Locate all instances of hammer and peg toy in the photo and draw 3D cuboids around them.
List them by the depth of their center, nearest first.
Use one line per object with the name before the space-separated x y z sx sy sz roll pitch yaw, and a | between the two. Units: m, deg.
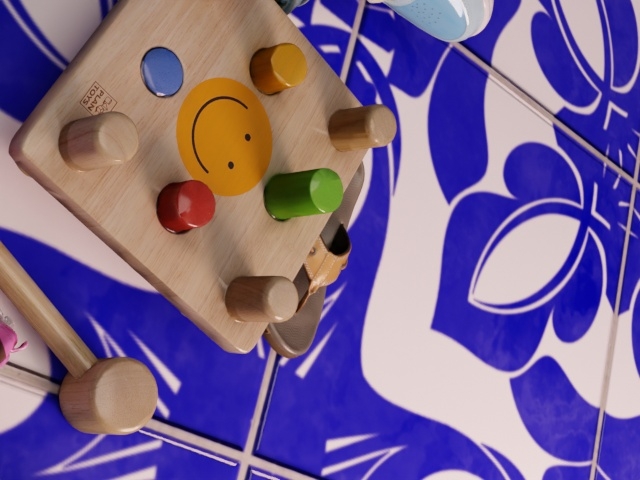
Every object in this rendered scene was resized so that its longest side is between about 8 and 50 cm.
hammer and peg toy | -0.109 -0.043 0.835 0.266 0.127 0.361 47 59 -30

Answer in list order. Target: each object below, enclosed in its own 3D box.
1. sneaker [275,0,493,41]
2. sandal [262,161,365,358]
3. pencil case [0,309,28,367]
sneaker | 0.014 -0.245 0.995 0.319 0.127 0.208 38 58 -21
sandal | 0.000 0.000 0.987 0.090 0.060 0.219 42 59 -30
pencil case | -0.277 0.003 0.718 0.098 0.095 0.209 -24 101 -17
